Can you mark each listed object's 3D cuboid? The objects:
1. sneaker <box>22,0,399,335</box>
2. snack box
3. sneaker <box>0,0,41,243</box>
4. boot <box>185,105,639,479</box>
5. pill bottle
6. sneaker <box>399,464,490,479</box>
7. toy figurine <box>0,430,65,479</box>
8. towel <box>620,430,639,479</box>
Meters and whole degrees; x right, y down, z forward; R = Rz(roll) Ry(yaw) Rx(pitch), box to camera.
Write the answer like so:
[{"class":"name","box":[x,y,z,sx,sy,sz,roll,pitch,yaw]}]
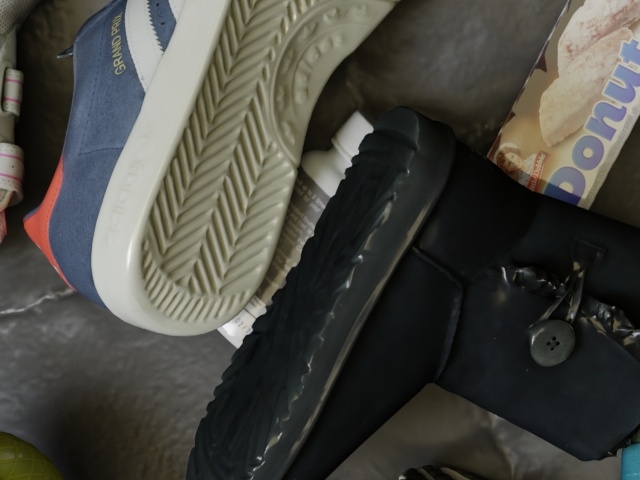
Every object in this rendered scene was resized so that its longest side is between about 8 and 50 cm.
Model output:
[{"class":"sneaker","box":[-0.055,-0.127,0.948,0.148,0.131,0.350,18,76,47]},{"class":"snack box","box":[0.154,-0.099,0.969,0.064,0.022,0.178,27,98,2]},{"class":"sneaker","box":[-0.204,-0.053,0.962,0.111,0.103,0.252,33,80,-6]},{"class":"boot","box":[0.071,0.076,0.923,0.207,0.094,0.246,28,94,-23]},{"class":"pill bottle","box":[0.000,0.000,0.968,0.078,0.078,0.137,42,99,1]},{"class":"sneaker","box":[0.106,0.236,0.924,0.118,0.107,0.279,-57,49,26]},{"class":"toy figurine","box":[-0.051,0.215,0.994,0.217,0.191,0.362,-33,83,-22]},{"class":"towel","box":[0.291,0.281,0.935,0.271,0.040,0.370,1,80,6]}]
